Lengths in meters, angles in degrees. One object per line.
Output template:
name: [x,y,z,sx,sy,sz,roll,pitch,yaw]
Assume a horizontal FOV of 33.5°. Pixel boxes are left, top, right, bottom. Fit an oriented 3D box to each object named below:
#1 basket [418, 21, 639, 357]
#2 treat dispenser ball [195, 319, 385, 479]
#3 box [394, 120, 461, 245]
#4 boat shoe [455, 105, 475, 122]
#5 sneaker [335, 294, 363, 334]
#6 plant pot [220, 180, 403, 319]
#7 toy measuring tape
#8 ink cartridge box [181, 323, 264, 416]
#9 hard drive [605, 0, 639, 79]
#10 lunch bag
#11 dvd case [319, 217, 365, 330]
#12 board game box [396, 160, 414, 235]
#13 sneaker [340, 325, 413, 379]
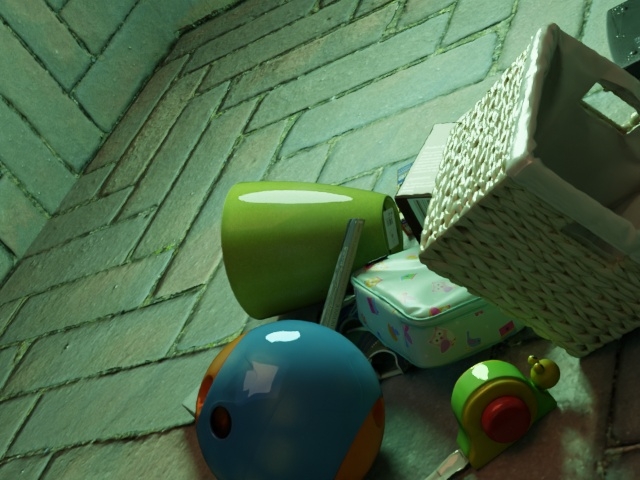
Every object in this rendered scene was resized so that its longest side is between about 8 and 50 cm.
basket: [0.353,-0.060,1.512,0.266,0.328,0.331,-47,17,42]
treat dispenser ball: [-0.045,0.264,1.606,0.288,0.288,0.288,-30,28,18]
box: [0.265,-0.087,1.869,0.168,0.167,0.203,-1,45,39]
boat shoe: [0.370,-0.217,1.983,0.277,0.098,0.096,-24,36,-12]
sneaker: [0.101,0.118,1.900,0.211,0.080,0.081,-40,31,21]
plant pot: [0.000,0.000,2.035,0.293,0.275,0.275,-9,37,20]
toy measuring tape: [0.194,0.265,1.494,0.330,0.121,0.121,-38,26,4]
ink cartridge box: [-0.153,0.250,1.980,0.223,0.045,0.224,-46,9,-13]
hard drive: [0.638,-0.405,2.034,0.172,0.054,0.255,-26,29,26]
lunch bag: [0.190,0.089,1.723,0.224,0.108,0.279,-22,24,-17]
dvd case: [0.033,0.069,1.840,0.164,0.018,0.221,-171,96,-86]
board game box: [0.223,-0.109,2.118,0.146,0.045,0.193,-27,29,23]
sneaker: [0.087,0.195,1.794,0.192,0.064,0.086,-9,35,42]
